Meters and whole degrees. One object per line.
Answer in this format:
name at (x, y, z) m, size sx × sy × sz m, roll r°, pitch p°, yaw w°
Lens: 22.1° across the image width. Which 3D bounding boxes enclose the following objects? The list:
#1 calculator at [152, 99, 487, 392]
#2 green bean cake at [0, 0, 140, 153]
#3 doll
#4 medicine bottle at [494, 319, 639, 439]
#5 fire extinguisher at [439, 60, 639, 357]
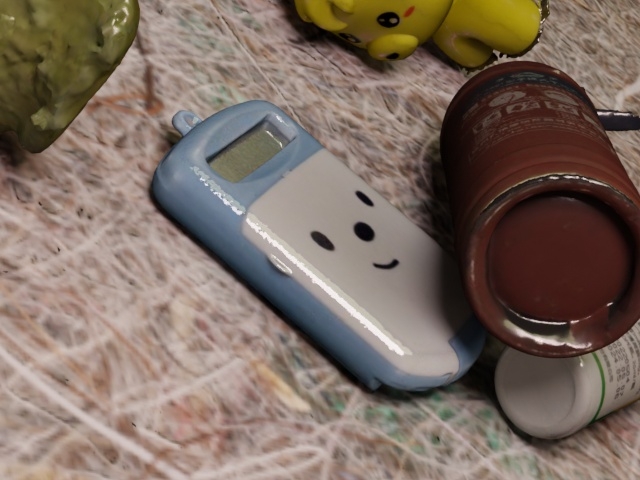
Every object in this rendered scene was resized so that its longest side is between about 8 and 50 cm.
calculator at (0.000, 0.000, 0.882) m, size 0.210 × 0.039 × 0.121 m, roll 41°, pitch 31°, yaw 5°
green bean cake at (-0.224, -0.146, 0.761) m, size 0.236 × 0.124 × 0.233 m, roll 10°, pitch 41°, yaw -38°
doll at (0.051, -0.184, 1.079) m, size 0.221 × 0.143 × 0.135 m, roll 12°, pitch 76°, yaw -37°
medicine bottle at (0.170, 0.055, 0.968) m, size 0.092 × 0.061 × 0.220 m, roll 33°, pitch 26°, yaw 28°
fire extinguisher at (0.141, -0.042, 0.969) m, size 0.138 × 0.102 × 0.344 m, roll 3°, pitch 20°, yaw 2°
